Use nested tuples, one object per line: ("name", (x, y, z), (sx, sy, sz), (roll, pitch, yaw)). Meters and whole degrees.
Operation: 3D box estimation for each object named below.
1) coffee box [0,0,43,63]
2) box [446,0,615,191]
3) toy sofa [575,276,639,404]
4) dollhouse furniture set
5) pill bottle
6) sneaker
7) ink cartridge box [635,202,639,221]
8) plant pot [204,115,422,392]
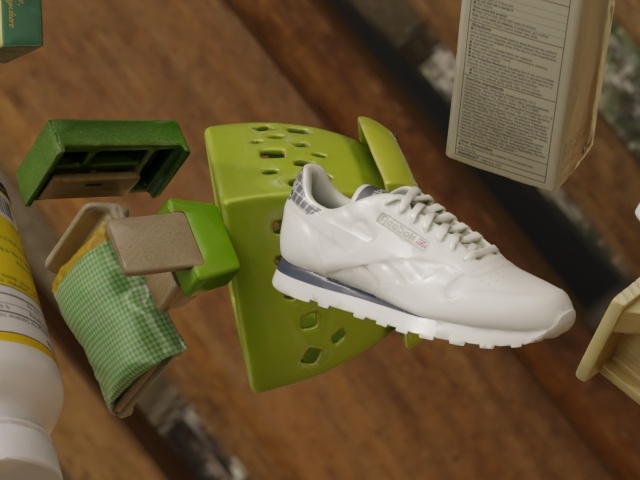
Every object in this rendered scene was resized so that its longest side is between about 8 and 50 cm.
("coffee box", (-0.297, -0.227, 1.700), (0.040, 0.113, 0.184), (-2, 2, -20))
("box", (0.238, -0.227, 2.020), (0.121, 0.148, 0.311), (-46, -30, -46))
("toy sofa", (0.473, 0.169, 1.951), (0.177, 0.362, 0.150), (-36, -24, -34))
("dollhouse furniture set", (-0.235, 0.040, 1.856), (0.151, 0.197, 0.301), (-5, -30, -36))
("pill bottle", (-0.333, 0.092, 1.595), (0.188, 0.334, 0.188), (-15, -34, -10))
("sneaker", (0.070, 0.013, 1.273), (0.090, 0.235, 0.094), (-3, -75, -61))
("ink cartridge box", (0.365, 0.021, 1.423), (0.092, 0.160, 0.219), (-60, 24, 19))
("plant pot", (0.000, 0.000, 1.921), (0.207, 0.228, 0.227), (-10, 25, -3))
